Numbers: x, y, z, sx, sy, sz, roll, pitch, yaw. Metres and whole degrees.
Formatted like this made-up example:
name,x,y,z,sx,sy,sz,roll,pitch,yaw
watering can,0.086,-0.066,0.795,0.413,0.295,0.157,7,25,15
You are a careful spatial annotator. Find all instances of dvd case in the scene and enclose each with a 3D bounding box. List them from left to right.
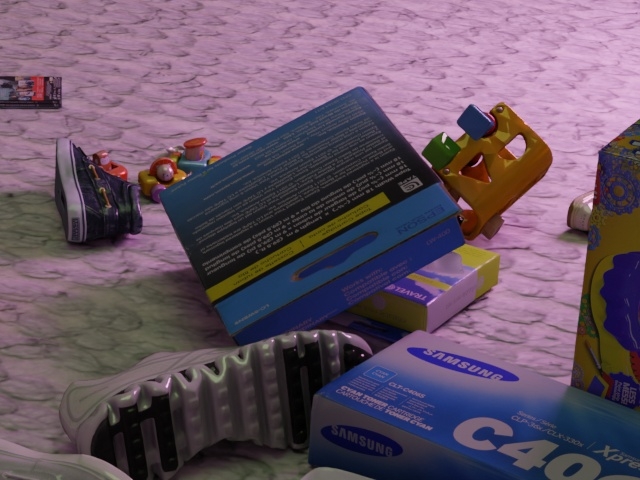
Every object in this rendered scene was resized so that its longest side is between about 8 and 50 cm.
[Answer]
name,x,y,z,sx,sy,sz,roll,pitch,yaw
dvd case,-0.385,-0.187,2.401,0.119,0.013,0.087,0,25,-9

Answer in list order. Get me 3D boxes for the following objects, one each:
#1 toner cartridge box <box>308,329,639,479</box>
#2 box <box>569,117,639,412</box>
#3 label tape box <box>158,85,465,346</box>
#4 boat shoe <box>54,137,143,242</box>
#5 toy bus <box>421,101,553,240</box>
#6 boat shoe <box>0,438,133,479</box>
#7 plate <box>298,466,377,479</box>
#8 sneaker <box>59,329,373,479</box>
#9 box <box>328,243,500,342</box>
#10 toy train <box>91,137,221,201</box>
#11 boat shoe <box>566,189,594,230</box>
name,x,y,z,sx,sy,sz,roll,pitch,yaw
toner cartridge box,0.177,0.185,1.590,0.348,0.075,0.165,19,28,31
box,0.361,0.031,1.691,0.177,0.290,0.279,16,27,25
label tape box,0.000,0.000,1.826,0.241,0.106,0.333,-29,29,-2
boat shoe,-0.243,-0.054,2.078,0.083,0.065,0.183,-2,32,-14
toy bus,0.157,-0.050,2.055,0.104,0.202,0.191,45,27,10
boat shoe,-0.227,0.202,1.522,0.184,0.066,0.063,16,41,20
plate,0.050,0.276,1.406,0.277,0.045,0.278,14,27,26
sneaker,-0.088,0.129,1.656,0.292,0.110,0.118,-10,19,-28
box,0.093,0.045,1.923,0.109,0.042,0.178,17,27,28
toy train,-0.191,-0.092,2.179,0.125,0.046,0.166,25,33,38
boat shoe,0.331,-0.041,2.138,0.045,0.050,0.135,27,43,35
